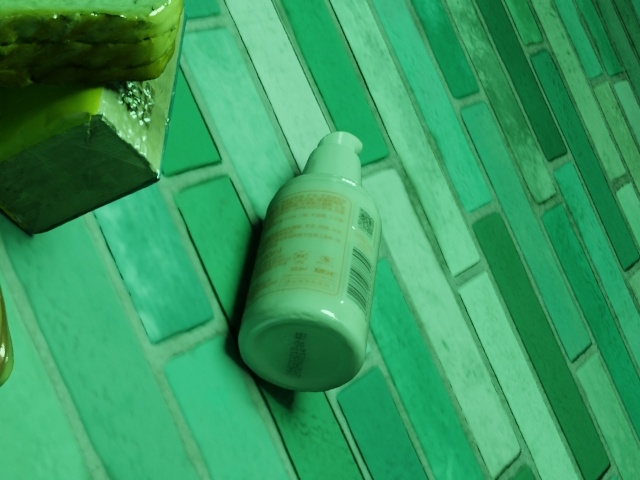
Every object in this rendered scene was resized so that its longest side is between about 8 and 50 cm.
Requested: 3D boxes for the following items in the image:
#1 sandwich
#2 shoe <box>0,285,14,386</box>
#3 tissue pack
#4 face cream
[{"bbox_3d":[-0.189,-0.192,0.866,0.186,0.065,0.215,-2,54,-18],"label":"sandwich"},{"bbox_3d":[-0.216,0.036,0.795,0.069,0.072,0.109,24,50,-56],"label":"shoe"},{"bbox_3d":[-0.163,-0.105,0.929,0.082,0.120,0.169,43,38,-39],"label":"tissue pack"},{"bbox_3d":[0.000,0.000,1.135,0.101,0.101,0.252,46,35,-31],"label":"face cream"}]
